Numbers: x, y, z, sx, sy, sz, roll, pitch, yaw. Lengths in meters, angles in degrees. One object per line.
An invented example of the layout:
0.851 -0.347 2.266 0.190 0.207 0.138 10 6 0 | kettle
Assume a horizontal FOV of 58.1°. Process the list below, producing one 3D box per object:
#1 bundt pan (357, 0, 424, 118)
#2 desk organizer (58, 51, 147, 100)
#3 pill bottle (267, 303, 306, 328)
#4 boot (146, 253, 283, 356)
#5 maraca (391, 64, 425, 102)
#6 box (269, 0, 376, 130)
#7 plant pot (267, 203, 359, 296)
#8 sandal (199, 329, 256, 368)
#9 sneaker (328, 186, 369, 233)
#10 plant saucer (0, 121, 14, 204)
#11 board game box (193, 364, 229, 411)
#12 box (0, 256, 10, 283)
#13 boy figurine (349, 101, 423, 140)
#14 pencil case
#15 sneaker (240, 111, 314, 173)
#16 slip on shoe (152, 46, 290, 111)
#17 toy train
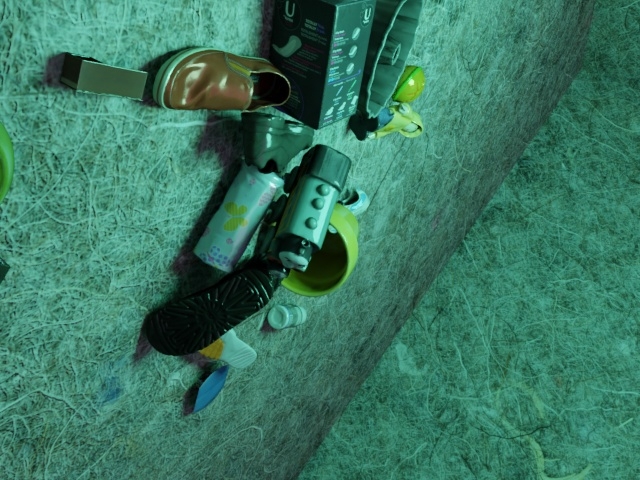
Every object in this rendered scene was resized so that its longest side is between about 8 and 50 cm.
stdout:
0.131 -0.474 1.410 0.330 0.124 0.331 -61 167 -24 | bundt pan
-0.349 -0.265 0.938 0.130 0.047 0.050 -10 124 -57 | desk organizer
-0.106 0.248 1.888 0.078 0.078 0.137 -63 154 9 | pill bottle
-0.251 0.158 1.471 0.348 0.131 0.260 -25 -173 4 | boot
0.262 -0.469 1.736 0.127 0.099 0.186 -46 179 16 | maraca
-0.004 -0.406 1.253 0.143 0.165 0.270 -33 145 -41 | box
0.000 0.000 1.643 0.239 0.254 0.254 -45 156 -61 | plant pot
-0.279 0.285 1.622 0.102 0.076 0.265 -41 139 -3 | sandal
0.056 -0.073 1.841 0.237 0.085 0.086 -47 117 -8 | sneaker
-0.540 -0.087 0.808 0.241 0.037 0.241 -42 150 -30 | plant saucer
-0.339 0.437 1.741 0.133 0.033 0.168 -33 150 -50 | board game box
-0.553 0.048 0.914 0.062 0.052 0.083 -59 153 3 | box
0.206 -0.351 1.735 0.177 0.092 0.285 -33 165 38 | boy figurine
-0.193 -0.057 1.366 0.273 0.114 0.124 -60 -179 2 | pencil case
-0.102 -0.214 1.306 0.286 0.109 0.130 -12 111 -66 | sneaker
-0.181 -0.305 1.129 0.331 0.101 0.123 -19 136 -51 | slip on shoe
-0.037 -0.072 1.373 0.190 0.142 0.333 -31 -144 63 | toy train
